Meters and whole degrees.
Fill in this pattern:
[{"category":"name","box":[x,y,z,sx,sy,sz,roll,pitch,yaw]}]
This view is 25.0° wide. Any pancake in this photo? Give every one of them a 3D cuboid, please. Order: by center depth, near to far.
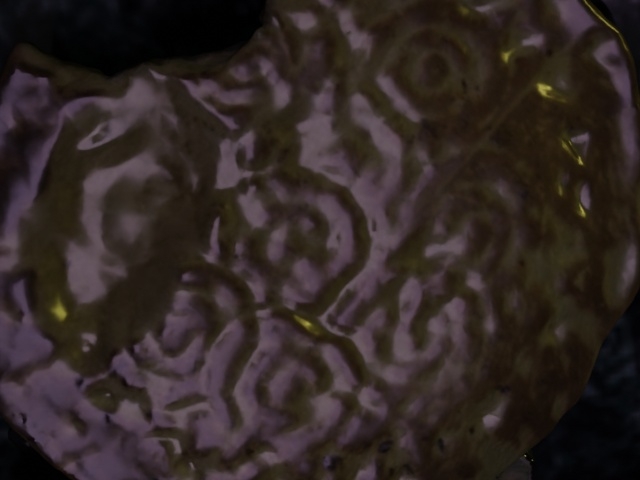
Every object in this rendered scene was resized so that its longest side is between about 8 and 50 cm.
[{"category":"pancake","box":[0.000,0.000,0.469,0.235,0.029,0.212,-22,103,-5]}]

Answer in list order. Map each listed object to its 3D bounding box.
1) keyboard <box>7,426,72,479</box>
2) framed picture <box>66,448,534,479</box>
[{"category":"keyboard","box":[-0.034,0.111,0.558,0.103,0.041,0.381,-34,115,16]},{"category":"framed picture","box":[-0.013,0.202,0.574,0.209,0.019,0.281,-4,120,0]}]
